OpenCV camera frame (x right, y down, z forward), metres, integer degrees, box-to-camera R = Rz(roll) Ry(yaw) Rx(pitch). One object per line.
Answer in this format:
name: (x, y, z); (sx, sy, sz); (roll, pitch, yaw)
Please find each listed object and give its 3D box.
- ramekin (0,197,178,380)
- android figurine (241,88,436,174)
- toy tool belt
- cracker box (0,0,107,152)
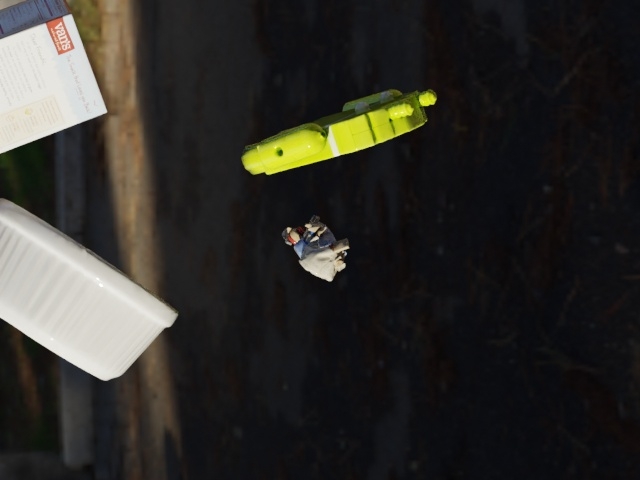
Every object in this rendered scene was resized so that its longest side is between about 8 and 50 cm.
ramekin: (-0.327, 0.070, 1.669); (0.127, 0.273, 0.273); (-57, 24, -7)
android figurine: (0.029, -0.150, 1.762); (0.272, 0.248, 0.056); (-14, 99, 39)
toy tool belt: (0.000, 0.000, 1.374); (0.051, 0.052, 0.083); (-52, 41, 14)
cracker box: (-0.391, -0.187, 1.575); (0.156, 0.232, 0.067); (78, 167, -45)
